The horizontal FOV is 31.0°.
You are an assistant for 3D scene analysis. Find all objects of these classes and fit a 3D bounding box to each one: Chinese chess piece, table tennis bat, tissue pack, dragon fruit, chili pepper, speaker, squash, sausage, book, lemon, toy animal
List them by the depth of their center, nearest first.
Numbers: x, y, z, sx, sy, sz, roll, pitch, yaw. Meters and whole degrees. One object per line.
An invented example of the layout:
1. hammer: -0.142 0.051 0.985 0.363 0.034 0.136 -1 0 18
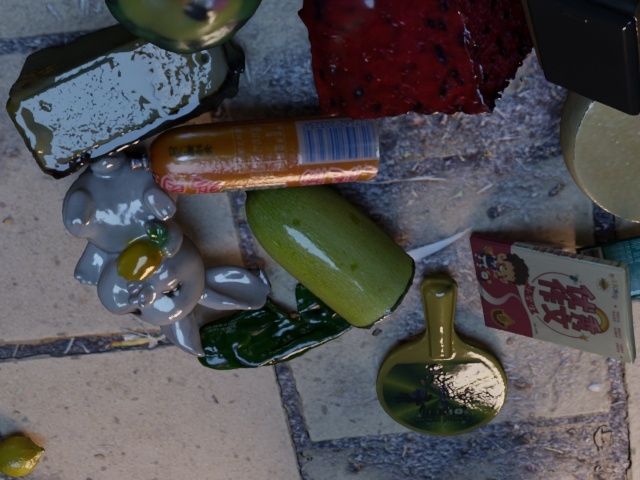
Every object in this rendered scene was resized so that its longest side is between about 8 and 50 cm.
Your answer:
1. speaker: 0.327 -0.274 1.247 0.153 0.192 0.231 27 169 25
2. dragon fruit: 0.137 -0.281 1.274 0.302 0.240 0.330 -31 142 -13
3. toy animal: -0.112 -0.366 1.274 0.216 0.191 0.338 28 115 -14
4. Chinese chess piece: 0.427 -0.141 1.453 0.251 0.097 0.250 1 124 2
5. sausage: -0.085 -0.109 1.469 0.312 0.093 0.093 -6 125 -10
6. squash: 0.000 0.000 1.557 0.247 0.132 0.132 39 118 -21
7. toy animal: -0.226 0.016 1.576 0.208 0.154 0.325 -40 125 15
8. book: 0.317 0.078 1.585 0.232 0.022 0.162 14 134 36
9. tissue pack: 0.415 0.040 1.594 0.111 0.079 0.085 -13 87 11
10. chili pepper: -0.065 0.133 1.688 0.253 0.083 0.099 -21 111 13
11. table tennis bat: 0.180 0.178 1.725 0.199 0.050 0.320 -1 129 7
12. lemon: -0.490 0.350 1.874 0.092 0.065 0.065 -12 123 5

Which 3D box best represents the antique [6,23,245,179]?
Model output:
1. antique: -0.234 -0.201 1.444 0.284 0.150 0.125 -20 120 7
